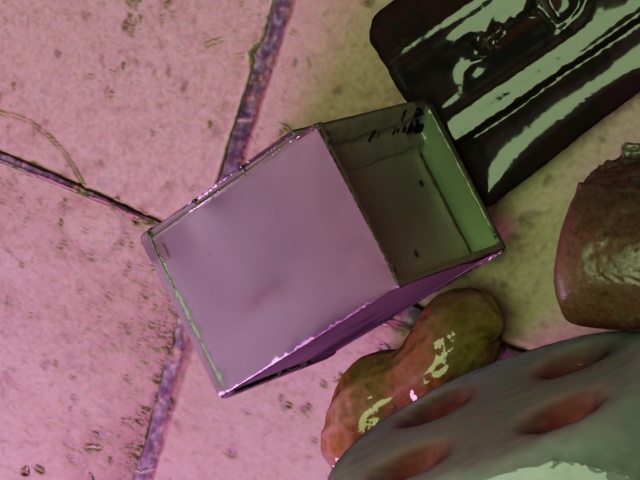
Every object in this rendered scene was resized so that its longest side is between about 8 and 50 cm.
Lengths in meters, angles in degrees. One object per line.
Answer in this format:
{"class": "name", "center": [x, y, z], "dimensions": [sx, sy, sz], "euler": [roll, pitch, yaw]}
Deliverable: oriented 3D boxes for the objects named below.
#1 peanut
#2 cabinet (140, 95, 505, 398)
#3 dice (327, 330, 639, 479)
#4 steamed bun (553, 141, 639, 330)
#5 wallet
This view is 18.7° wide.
{"class": "peanut", "center": [0.072, 0.113, 1.533], "dimensions": [0.193, 0.089, 0.089], "euler": [-43, 77, 16]}
{"class": "cabinet", "center": [0.000, 0.000, 1.491], "dimensions": [0.206, 0.145, 0.150], "euler": [-33, 80, 38]}
{"class": "dice", "center": [0.170, 0.233, 1.371], "dimensions": [0.268, 0.262, 0.264], "euler": [-22, 100, 16]}
{"class": "steamed bun", "center": [0.253, -0.008, 1.395], "dimensions": [0.145, 0.175, 0.106], "euler": [2, 121, 29]}
{"class": "wallet", "center": [0.164, -0.161, 1.490], "dimensions": [0.229, 0.049, 0.182], "euler": [-37, 76, 20]}
